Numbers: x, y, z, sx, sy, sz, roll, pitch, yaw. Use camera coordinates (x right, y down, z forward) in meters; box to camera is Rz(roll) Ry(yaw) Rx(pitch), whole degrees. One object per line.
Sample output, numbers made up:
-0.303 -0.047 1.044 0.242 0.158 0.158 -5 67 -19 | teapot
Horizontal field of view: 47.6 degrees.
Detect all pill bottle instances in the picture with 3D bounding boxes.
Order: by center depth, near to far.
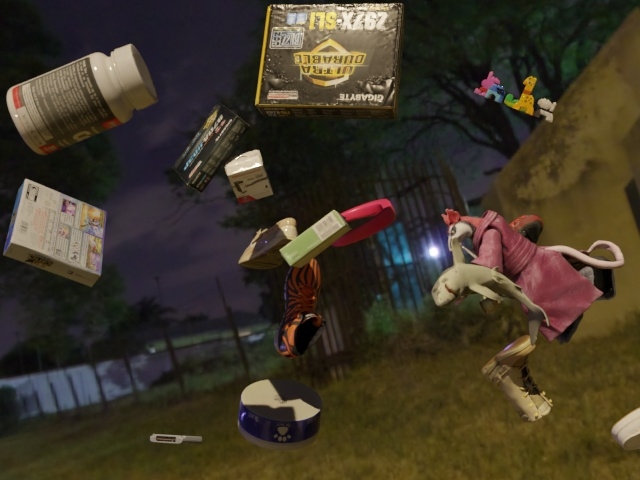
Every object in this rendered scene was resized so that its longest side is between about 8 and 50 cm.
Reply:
-0.512 -0.309 1.581 0.284 0.161 0.161 -22 -12 2 | pill bottle

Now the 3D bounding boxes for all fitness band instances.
0.115 -0.053 2.110 0.209 0.054 0.291 -22 11 4 | fitness band

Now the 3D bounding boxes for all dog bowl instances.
-0.127 0.548 2.304 0.265 0.104 0.265 6 18 -2 | dog bowl

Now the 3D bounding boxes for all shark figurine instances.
0.307 0.103 1.403 0.279 0.166 0.116 17 -45 -24 | shark figurine

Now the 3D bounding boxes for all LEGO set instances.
0.536 -0.403 1.962 0.227 0.093 0.087 25 16 14 | LEGO set

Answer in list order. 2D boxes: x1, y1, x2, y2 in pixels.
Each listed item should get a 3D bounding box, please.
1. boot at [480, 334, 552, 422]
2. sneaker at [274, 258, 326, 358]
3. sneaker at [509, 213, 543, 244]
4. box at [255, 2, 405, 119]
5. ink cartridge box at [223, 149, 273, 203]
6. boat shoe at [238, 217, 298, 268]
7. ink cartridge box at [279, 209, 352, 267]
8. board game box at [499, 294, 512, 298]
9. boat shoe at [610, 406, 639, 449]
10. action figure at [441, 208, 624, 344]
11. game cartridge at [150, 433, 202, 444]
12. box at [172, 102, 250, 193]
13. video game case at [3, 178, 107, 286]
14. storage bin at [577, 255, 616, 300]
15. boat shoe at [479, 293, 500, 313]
0.559 0.382 1.974 0.095 0.203 0.262 -28 -19 -26 | boot
-0.037 0.200 2.189 0.125 0.320 0.180 14 -12 -22 | sneaker
0.526 0.033 1.962 0.276 0.097 0.135 -44 16 -15 | sneaker
0.026 -0.413 1.675 0.322 0.256 0.079 4 -13 13 | box
-0.189 -0.165 1.912 0.099 0.056 0.135 -17 -32 0 | ink cartridge box
-0.157 0.014 2.227 0.109 0.098 0.302 11 -23 -29 | boat shoe
0.000 0.000 1.860 0.171 0.056 0.235 -37 -10 7 | ink cartridge box
0.623 0.122 2.239 0.126 0.026 0.186 12 -37 18 | board game box
0.620 0.302 1.177 0.277 0.096 0.098 -22 -41 16 | boat shoe
0.415 0.039 1.515 0.275 0.370 0.248 -49 5 22 | action figure
-0.250 0.348 1.268 0.083 0.017 0.056 -9 -16 37 | game cartridge
-0.291 -0.246 1.915 0.051 0.220 0.175 34 5 -32 | box
-0.716 -0.022 1.985 0.244 0.269 0.061 24 -57 -29 | video game case
0.769 0.116 2.149 0.180 0.121 0.084 -6 4 12 | storage bin
0.496 0.174 2.086 0.048 0.056 0.153 -33 -12 22 | boat shoe
